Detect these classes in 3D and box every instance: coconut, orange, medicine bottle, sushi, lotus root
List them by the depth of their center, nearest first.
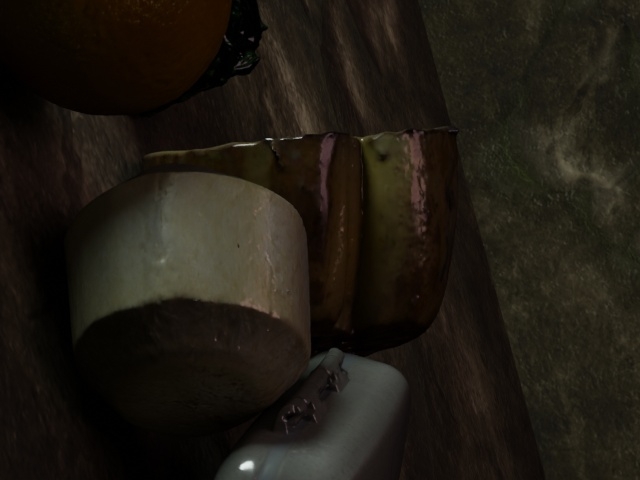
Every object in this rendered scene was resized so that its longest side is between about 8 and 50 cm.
[{"bbox_3d":[-0.107,0.036,1.387,0.202,0.202,0.222,49,30,-52],"label":"coconut"},{"bbox_3d":[-0.181,-0.215,1.400,0.236,0.236,0.236,-19,90,-74],"label":"orange"},{"bbox_3d":[-0.014,0.249,1.442,0.375,0.123,0.282,-45,149,-73],"label":"medicine bottle"},{"bbox_3d":[0.000,0.000,1.650,0.316,0.316,0.250,18,63,-70],"label":"lotus root"},{"bbox_3d":[-0.133,-0.213,1.720,0.225,0.127,0.124,-62,131,-66],"label":"sushi"}]
